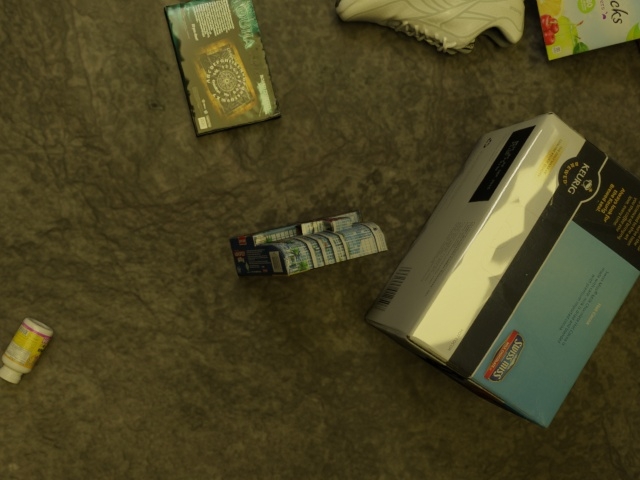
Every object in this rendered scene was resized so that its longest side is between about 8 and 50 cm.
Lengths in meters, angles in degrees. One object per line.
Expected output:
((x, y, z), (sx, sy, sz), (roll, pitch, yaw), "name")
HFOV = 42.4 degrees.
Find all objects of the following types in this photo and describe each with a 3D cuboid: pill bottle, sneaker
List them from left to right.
((-0.399, 0.149, 1.111), (0.043, 0.043, 0.083), (31, 85, -9), "pill bottle")
((0.167, -0.329, 1.195), (0.292, 0.110, 0.118), (-6, 100, -11), "sneaker")

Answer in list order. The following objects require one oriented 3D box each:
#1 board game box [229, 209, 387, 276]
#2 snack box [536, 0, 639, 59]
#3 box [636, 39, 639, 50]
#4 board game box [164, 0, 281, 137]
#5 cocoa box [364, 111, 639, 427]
((0.000, 0.000, 1.137), (0.194, 0.194, 0.060), (-14, 94, -25), "board game box")
((0.400, -0.386, 1.200), (0.175, 0.070, 0.207), (-9, 104, 21), "snack box")
((0.577, -0.399, 1.214), (0.168, 0.215, 0.345), (-18, 93, -10), "box")
((-0.138, -0.251, 1.171), (0.126, 0.026, 0.186), (-14, 92, -11), "board game box")
((0.268, 0.039, 1.145), (0.228, 0.231, 0.347), (34, 84, -10), "cocoa box")
